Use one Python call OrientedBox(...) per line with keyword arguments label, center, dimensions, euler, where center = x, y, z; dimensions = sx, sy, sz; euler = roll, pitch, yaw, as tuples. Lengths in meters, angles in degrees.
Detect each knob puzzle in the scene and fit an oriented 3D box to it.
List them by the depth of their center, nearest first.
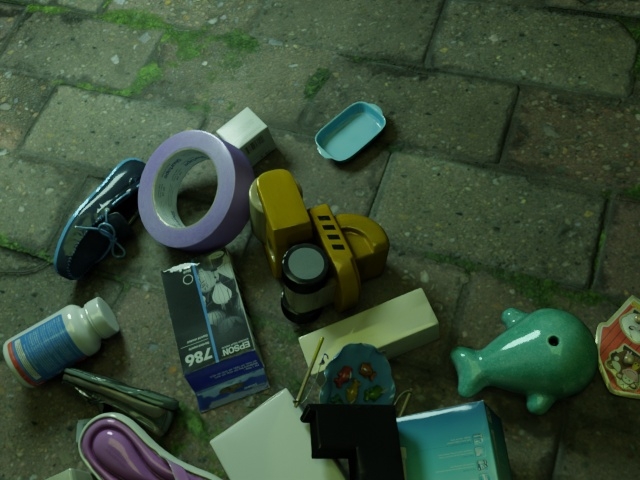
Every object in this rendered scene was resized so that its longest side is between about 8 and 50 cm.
OrientedBox(label="knob puzzle", center=(0.621, 0.221, 1.292), dimensions=(0.213, 0.030, 0.213), euler=(-4, 64, 9))

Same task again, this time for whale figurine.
OrientedBox(label="whale figurine", center=(0.387, 0.222, 1.274), dimensions=(0.272, 0.141, 0.216), euler=(-11, 63, 6))

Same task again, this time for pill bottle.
OrientedBox(label="pill bottle", center=(-0.565, 0.219, 1.473), dimensions=(0.222, 0.124, 0.124), euler=(-30, 62, -3))

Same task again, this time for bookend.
OrientedBox(label="bookend", center=(0.053, 0.363, 1.132), dimensions=(0.156, 0.072, 0.157), euler=(3, 55, -13))

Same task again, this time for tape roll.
OrientedBox(label="tape roll", center=(-0.288, -0.111, 1.547), dimensions=(0.275, 0.090, 0.274), euler=(-6, 78, 27))

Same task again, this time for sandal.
OrientedBox(label="sandal", center=(-0.314, 0.490, 1.281), dimensions=(0.416, 0.102, 0.169), euler=(29, 83, 15))

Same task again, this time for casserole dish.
OrientedBox(label="casserole dish", center=(0.075, -0.259, 1.632), dimensions=(0.188, 0.037, 0.114), euler=(-41, 63, -11))

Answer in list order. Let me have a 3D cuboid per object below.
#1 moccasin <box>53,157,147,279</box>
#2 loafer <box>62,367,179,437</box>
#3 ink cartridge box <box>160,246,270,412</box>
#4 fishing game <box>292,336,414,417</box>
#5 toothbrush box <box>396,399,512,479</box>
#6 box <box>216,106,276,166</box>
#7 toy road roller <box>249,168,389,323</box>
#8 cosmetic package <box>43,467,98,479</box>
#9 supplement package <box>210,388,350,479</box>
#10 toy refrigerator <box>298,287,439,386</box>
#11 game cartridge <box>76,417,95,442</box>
OrientedBox(label="moccasin", center=(-0.498, -0.052, 1.589), dimensions=(0.117, 0.137, 0.342), euler=(23, 71, 16))
OrientedBox(label="loafer", center=(-0.433, 0.339, 1.409), dimensions=(0.268, 0.096, 0.084), euler=(13, 77, 14))
OrientedBox(label="ink cartridge box", center=(-0.234, 0.188, 1.459), dimensions=(0.165, 0.065, 0.332), euler=(-21, 63, 0))
OrientedBox(label="fishing game", center=(0.078, 0.286, 1.260), dimensions=(0.041, 0.264, 0.189), euler=(-2, 55, 54))
OrientedBox(label="toothbrush box", center=(0.221, 0.453, 1.155), dimensions=(0.216, 0.126, 0.295), euler=(-19, 53, 21))
OrientedBox(label="box", center=(-0.180, -0.247, 1.639), dimensions=(0.101, 0.102, 0.087), euler=(-40, 66, -9))
OrientedBox(label="toy road roller", center=(0.000, 0.000, 1.438), dimensions=(0.241, 0.202, 0.329), euler=(-17, 62, -14))
OrientedBox(label="cosmetic package", center=(-0.462, 0.600, 1.251), dimensions=(0.129, 0.153, 0.296), euler=(-23, 61, -2))
OrientedBox(label="supplement package", center=(-0.039, 0.453, 1.224), dimensions=(0.175, 0.177, 0.293), euler=(-35, 64, -6))
OrientedBox(label="toy refrigerator", center=(0.100, 0.196, 1.366), dimensions=(0.270, 0.102, 0.094), euler=(-23, 62, 0))
OrientedBox(label="game cartridge", center=(-0.478, 0.406, 1.426), dimensions=(0.083, 0.017, 0.056), euler=(-9, 59, 7))
